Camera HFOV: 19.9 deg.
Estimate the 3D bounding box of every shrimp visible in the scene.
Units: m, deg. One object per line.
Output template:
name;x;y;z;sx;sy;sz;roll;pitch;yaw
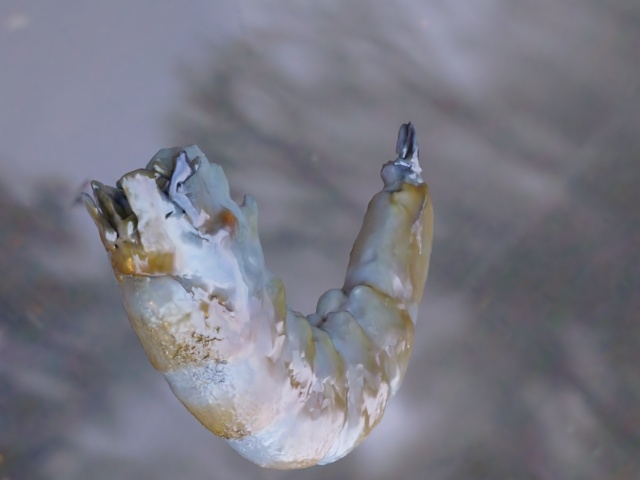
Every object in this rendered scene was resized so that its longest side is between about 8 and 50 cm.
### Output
shrimp;-0.006;0.032;1.010;0.287;0.068;0.185;-11;96;-50
